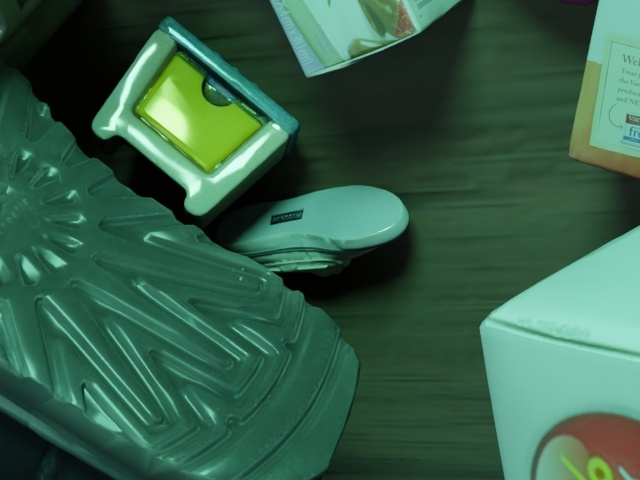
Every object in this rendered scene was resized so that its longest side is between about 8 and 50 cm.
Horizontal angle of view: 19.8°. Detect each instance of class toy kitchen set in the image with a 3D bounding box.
[{"bbox_3d":[-0.072,-0.114,0.784,0.166,0.207,0.122,40,81,5],"label":"toy kitchen set"}]

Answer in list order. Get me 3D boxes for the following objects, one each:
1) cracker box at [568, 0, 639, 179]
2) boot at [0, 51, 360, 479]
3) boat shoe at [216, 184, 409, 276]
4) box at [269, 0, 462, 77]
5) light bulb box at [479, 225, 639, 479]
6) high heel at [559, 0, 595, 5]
[{"bbox_3d":[0.196,-0.122,0.695,0.156,0.067,0.232,19,121,18],"label":"cracker box"},{"bbox_3d":[-0.202,0.114,0.923,0.367,0.146,0.445,38,142,9],"label":"boot"},{"bbox_3d":[0.000,0.000,0.877,0.100,0.035,0.035,-9,136,26],"label":"boat shoe"},{"bbox_3d":[-0.037,-0.229,0.767,0.063,0.067,0.324,-19,104,33],"label":"box"},{"bbox_3d":[0.271,0.133,0.568,0.225,0.361,0.358,13,121,48],"label":"light bulb box"},{"bbox_3d":[0.036,-0.189,0.716,0.082,0.117,0.244,-22,101,33],"label":"high heel"}]
